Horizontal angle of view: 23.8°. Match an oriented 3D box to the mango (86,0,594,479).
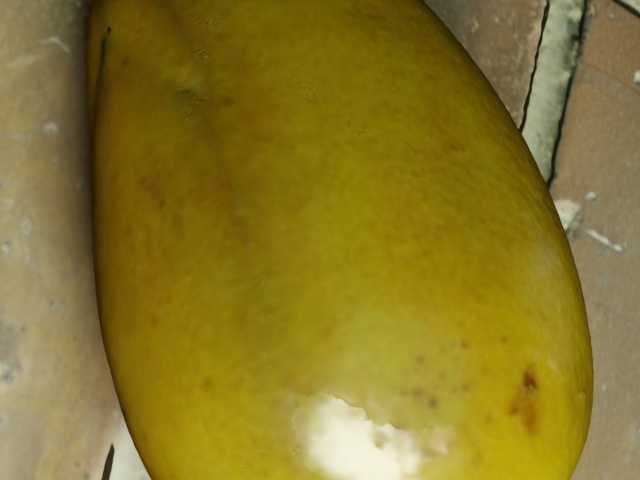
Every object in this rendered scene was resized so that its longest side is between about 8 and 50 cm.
[{"bbox_3d":[0.000,0.000,0.903,0.300,0.232,0.445,-12,74,-35],"label":"mango"}]
